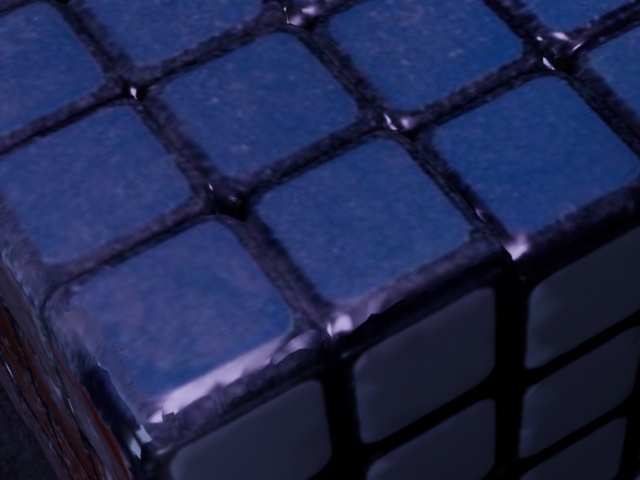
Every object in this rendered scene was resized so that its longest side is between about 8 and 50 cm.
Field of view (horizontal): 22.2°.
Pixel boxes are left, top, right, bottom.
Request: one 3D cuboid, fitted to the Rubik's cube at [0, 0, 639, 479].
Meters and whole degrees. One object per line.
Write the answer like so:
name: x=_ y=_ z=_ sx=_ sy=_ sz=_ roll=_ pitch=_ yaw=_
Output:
Rubik's cube: x=0.000 y=0.000 z=0.842 sx=0.344 sy=0.337 sz=0.343 roll=50 pitch=160 yaw=32
